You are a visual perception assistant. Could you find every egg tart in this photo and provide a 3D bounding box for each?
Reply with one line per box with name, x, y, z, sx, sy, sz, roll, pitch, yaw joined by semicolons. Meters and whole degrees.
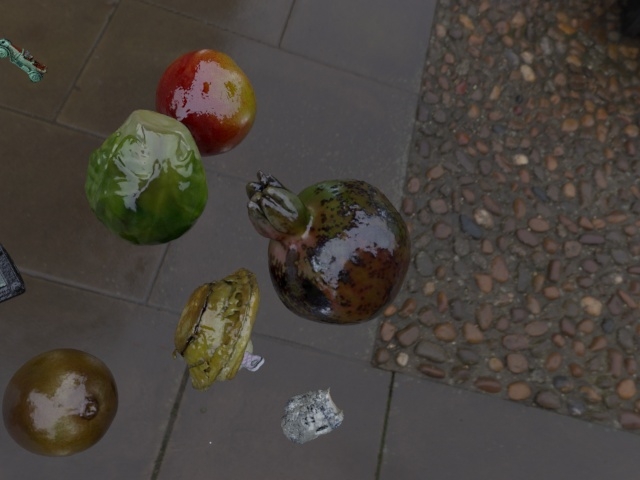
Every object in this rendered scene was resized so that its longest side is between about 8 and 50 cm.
egg tart;-0.192;0.152;0.921;0.105;0.241;0.241;24;64;-25

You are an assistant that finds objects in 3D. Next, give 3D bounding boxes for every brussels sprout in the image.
brussels sprout;-0.237;-0.083;0.723;0.161;0.181;0.143;41;24;16

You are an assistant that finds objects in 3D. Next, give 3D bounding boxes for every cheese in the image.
cheese;-0.219;0.297;1.320;0.137;0.227;0.064;-47;118;-29

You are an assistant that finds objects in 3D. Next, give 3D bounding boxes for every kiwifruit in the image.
kiwifruit;-0.482;0.303;0.961;0.195;0.233;0.196;4;85;-46

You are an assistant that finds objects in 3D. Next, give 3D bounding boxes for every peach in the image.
peach;-0.212;-0.241;0.929;0.197;0.197;0.198;4;68;-11

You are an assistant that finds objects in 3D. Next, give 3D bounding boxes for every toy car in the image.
toy car;-0.897;-0.544;1.543;0.054;0.143;0.073;-34;46;14

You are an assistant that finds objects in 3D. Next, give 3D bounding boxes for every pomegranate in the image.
pomegranate;0.000;0.000;0.920;0.340;0.284;0.285;31;60;-39

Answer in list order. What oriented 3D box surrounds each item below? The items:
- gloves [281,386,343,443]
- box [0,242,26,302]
gloves;-0.028;0.425;1.241;0.153;0.070;0.114;-29;95;16
box;-0.721;0.082;1.102;0.125;0.027;0.126;-26;106;-19
